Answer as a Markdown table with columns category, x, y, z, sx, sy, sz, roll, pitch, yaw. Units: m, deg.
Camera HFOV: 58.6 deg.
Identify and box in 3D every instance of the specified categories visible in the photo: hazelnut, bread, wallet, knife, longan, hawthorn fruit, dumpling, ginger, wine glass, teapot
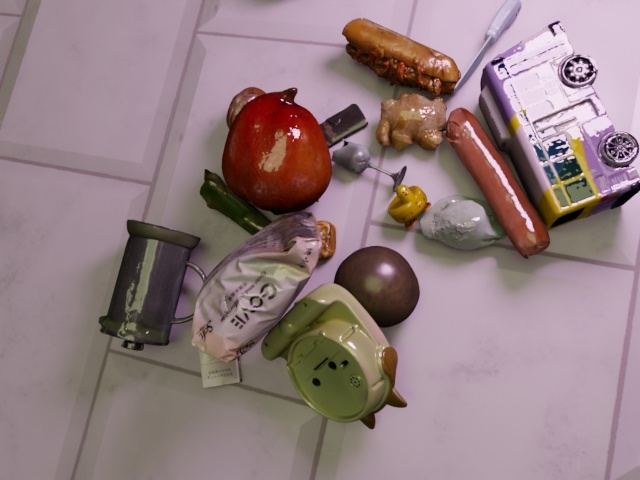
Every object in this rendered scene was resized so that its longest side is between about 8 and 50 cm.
| category | x | y | z | sx | sy | sz | roll | pitch | yaw |
| --- | --- | --- | --- | --- | --- | --- | --- | --- | --- |
| hazelnut | -0.193 | -0.352 | 1.603 | 0.150 | 0.150 | 0.151 | -3 | 78 | 13 |
| bread | 0.000 | 0.000 | 1.537 | 0.083 | 0.044 | 0.111 | 1 | 81 | 15 |
| wallet | 0.051 | -0.318 | 1.602 | 0.156 | 0.018 | 0.082 | -28 | 74 | 8 |
| knife | 0.432 | -0.504 | 1.505 | 0.044 | 0.080 | 0.331 | 32 | 79 | 15 |
| longan | 0.140 | 0.112 | 1.409 | 0.212 | 0.198 | 0.198 | 38 | 90 | 18 |
| hawthorn fruit | -0.122 | -0.217 | 1.484 | 0.294 | 0.295 | 0.312 | -19 | 101 | 9 |
| dumpling | 0.360 | -0.053 | 1.428 | 0.219 | 0.108 | 0.153 | 2 | 80 | 9 |
| ginger | 0.257 | -0.314 | 1.507 | 0.216 | 0.102 | 0.157 | 6 | 84 | 3 |
| wine glass | 0.129 | -0.205 | 1.529 | 0.195 | 0.079 | 0.079 | 27 | 86 | 16 |
| teapot | -0.438 | 0.135 | 1.548 | 0.270 | 0.200 | 0.337 | 14 | 84 | -3 |

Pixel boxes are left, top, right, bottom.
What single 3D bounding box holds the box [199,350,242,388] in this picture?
| category | x | y | z | sx | sy | sz | roll | pitch | yaw |
| --- | --- | --- | --- | --- | --- | --- | --- | --- | --- |
| box | -0.277 | 0.295 | 1.552 | 0.109 | 0.029 | 0.199 | -11 | 78 | 11 |

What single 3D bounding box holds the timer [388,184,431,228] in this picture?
| category | x | y | z | sx | sy | sz | roll | pitch | yaw |
| --- | --- | --- | --- | --- | --- | --- | --- | --- | --- |
| timer | 0.218 | -0.100 | 1.467 | 0.107 | 0.107 | 0.109 | -44 | 108 | 2 |

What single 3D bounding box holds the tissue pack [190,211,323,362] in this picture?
| category | x | y | z | sx | sy | sz | roll | pitch | yaw |
| --- | --- | --- | --- | --- | --- | --- | --- | --- | --- |
| tissue pack | -0.144 | 0.088 | 1.370 | 0.195 | 0.390 | 0.376 | 40 | 99 | -8 |

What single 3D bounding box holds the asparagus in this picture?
| category | x | y | z | sx | sy | sz | roll | pitch | yaw |
| --- | --- | --- | --- | --- | --- | --- | --- | --- | --- |
| asparagus | -0.220 | -0.080 | 1.591 | 0.343 | 0.082 | 0.085 | 40 | 51 | 16 |

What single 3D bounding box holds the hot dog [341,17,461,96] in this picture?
| category | x | y | z | sx | sy | sz | roll | pitch | yaw |
| --- | --- | --- | --- | --- | --- | --- | --- | --- | --- |
| hot dog | 0.210 | -0.479 | 1.530 | 0.348 | 0.158 | 0.117 | 30 | 100 | 13 |

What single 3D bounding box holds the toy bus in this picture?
| category | x | y | z | sx | sy | sz | roll | pitch | yaw |
| --- | --- | --- | --- | --- | --- | --- | --- | --- | --- |
| toy bus | 0.555 | -0.266 | 1.373 | 0.249 | 0.209 | 0.440 | -22 | 76 | 10 |

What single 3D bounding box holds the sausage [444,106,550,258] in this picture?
| category | x | y | z | sx | sy | sz | roll | pitch | yaw |
| --- | --- | --- | --- | --- | --- | --- | --- | --- | --- |
| sausage | 0.425 | -0.150 | 1.398 | 0.094 | 0.094 | 0.419 | -31 | 69 | 13 |

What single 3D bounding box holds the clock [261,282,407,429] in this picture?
| category | x | y | z | sx | sy | sz | roll | pitch | yaw |
| --- | --- | --- | --- | --- | --- | --- | --- | --- | --- |
| clock | 0.041 | 0.298 | 1.362 | 0.348 | 0.117 | 0.286 | 48 | 128 | 9 |
